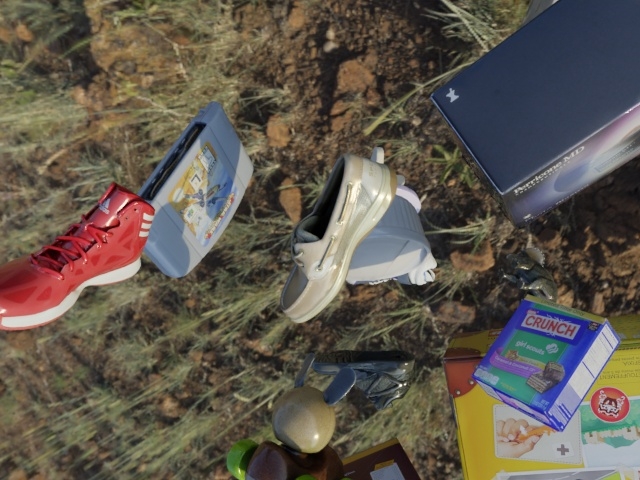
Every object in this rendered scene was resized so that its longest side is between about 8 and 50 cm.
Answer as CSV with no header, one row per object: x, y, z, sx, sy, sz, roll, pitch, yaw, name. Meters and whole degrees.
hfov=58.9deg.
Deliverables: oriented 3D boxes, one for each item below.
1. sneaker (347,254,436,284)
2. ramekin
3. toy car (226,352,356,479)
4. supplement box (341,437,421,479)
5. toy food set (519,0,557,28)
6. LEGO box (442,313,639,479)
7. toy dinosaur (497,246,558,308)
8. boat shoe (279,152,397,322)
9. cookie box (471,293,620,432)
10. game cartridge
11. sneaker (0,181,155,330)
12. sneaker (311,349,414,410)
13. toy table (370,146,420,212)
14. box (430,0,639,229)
0.230,0.097,1.772,0.236,0.130,0.323,27,149,-1,sneaker
0.116,-0.009,1.330,0.272,0.272,0.127,-28,55,43,ramekin
-0.013,0.252,0.760,0.155,0.148,0.189,8,77,46,toy car
0.088,0.468,0.955,0.194,0.191,0.129,-133,23,-76,supplement box
0.481,-0.453,1.141,0.092,0.220,0.306,22,92,0,toy food set
0.469,0.314,0.856,0.499,0.193,0.373,-9,90,20,LEGO box
0.625,0.124,1.647,0.121,0.160,0.314,109,151,-43,toy dinosaur
0.000,0.000,0.873,0.302,0.098,0.109,-58,31,27,boat shoe
0.216,0.114,0.549,0.040,0.107,0.091,48,164,-29,cookie box
-0.232,-0.088,1.066,0.062,0.297,0.198,12,150,30,game cartridge
-0.261,-0.001,0.598,0.087,0.221,0.128,32,116,7,sneaker
0.092,0.312,1.257,0.227,0.087,0.131,1,101,2,sneaker
0.177,-0.159,1.860,0.161,0.274,0.252,-102,32,-43,toy table
0.351,-0.181,0.814,0.296,0.294,0.183,-35,69,15,box
